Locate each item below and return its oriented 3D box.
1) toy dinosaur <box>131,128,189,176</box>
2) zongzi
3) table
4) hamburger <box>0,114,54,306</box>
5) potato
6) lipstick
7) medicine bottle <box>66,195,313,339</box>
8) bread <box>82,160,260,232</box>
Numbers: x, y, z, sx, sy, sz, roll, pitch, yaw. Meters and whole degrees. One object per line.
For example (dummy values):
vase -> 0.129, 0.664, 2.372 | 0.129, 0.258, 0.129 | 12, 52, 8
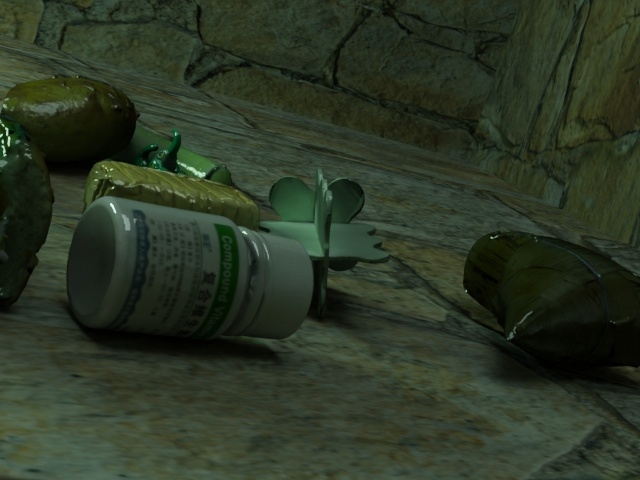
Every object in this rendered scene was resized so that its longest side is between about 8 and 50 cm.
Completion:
toy dinosaur -> -0.256, -0.119, 1.782 | 0.059, 0.132, 0.096 | 5, 40, -50
zongzi -> 0.273, 0.079, 1.604 | 0.360, 0.160, 0.323 | -2, 17, -42
table -> 0.000, 0.000, 1.489 | 0.166, 0.167, 0.198 | 17, 12, -8
hamburger -> -0.388, -0.054, 1.136 | 0.167, 0.192, 0.288 | 21, 8, -42
potato -> -0.412, -0.197, 1.816 | 0.176, 0.141, 0.298 | 3, 6, 23
lipstick -> -0.280, -0.141, 1.934 | 0.304, 0.076, 0.076 | 25, 13, 33
medicine bottle -> -0.134, 0.038, 1.187 | 0.236, 0.139, 0.139 | 12, 13, -36
bread -> -0.195, -0.029, 1.463 | 0.236, 0.106, 0.140 | 12, 15, -28
